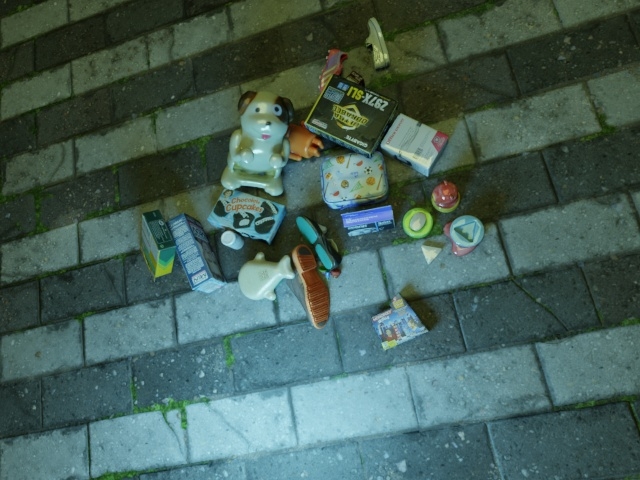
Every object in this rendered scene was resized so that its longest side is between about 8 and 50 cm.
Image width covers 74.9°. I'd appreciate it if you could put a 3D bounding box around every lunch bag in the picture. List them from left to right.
[{"bbox_3d":[0.145,-0.259,1.843,0.303,0.115,0.243,-8,79,11],"label":"lunch bag"}]

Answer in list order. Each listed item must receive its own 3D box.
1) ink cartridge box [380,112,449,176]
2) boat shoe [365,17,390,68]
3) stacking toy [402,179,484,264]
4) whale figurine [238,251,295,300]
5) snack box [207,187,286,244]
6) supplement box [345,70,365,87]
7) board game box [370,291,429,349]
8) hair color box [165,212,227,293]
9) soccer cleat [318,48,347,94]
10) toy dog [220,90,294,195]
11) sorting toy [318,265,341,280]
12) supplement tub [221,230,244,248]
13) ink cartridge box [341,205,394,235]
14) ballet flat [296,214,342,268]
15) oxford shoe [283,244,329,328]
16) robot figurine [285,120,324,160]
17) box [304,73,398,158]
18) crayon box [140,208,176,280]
[{"bbox_3d":[0.407,-0.417,1.820,0.237,0.100,0.172,31,87,16],"label":"ink cartridge box"},{"bbox_3d":[0.253,-0.931,1.968,0.084,0.095,0.258,-16,74,5],"label":"boat shoe"},{"bbox_3d":[0.497,-0.072,1.711,0.279,0.130,0.309,-30,73,5],"label":"stacking toy"},{"bbox_3d":[-0.221,0.152,1.809,0.272,0.141,0.216,-24,77,22],"label":"whale figurine"},{"bbox_3d":[-0.339,-0.118,1.933,0.322,0.060,0.187,18,70,16],"label":"snack box"},{"bbox_3d":[0.103,-0.646,1.924,0.073,0.130,0.239,43,90,17],"label":"supplement box"},{"bbox_3d":[0.314,0.320,1.707,0.194,0.060,0.194,-24,73,7],"label":"board game box"},{"bbox_3d":[-0.565,0.060,1.907,0.105,0.174,0.347,-29,74,3],"label":"hair color box"},{"bbox_3d":[0.057,-0.800,1.996,0.095,0.083,0.248,13,79,11],"label":"soccer cleat"},{"bbox_3d":[-0.245,-0.447,1.811,0.285,0.408,0.395,15,55,-9],"label":"toy dog"},{"bbox_3d":[0.039,0.145,1.818,0.102,0.061,0.042,10,115,22],"label":"sorting toy"},{"bbox_3d":[-0.403,-0.002,1.917,0.071,0.107,0.071,-3,78,12],"label":"supplement tub"},{"bbox_3d":[0.203,-0.078,1.739,0.206,0.208,0.045,-10,73,11],"label":"ink cartridge box"},{"bbox_3d":[0.000,0.000,1.834,0.096,0.095,0.280,-26,80,-39],"label":"ballet flat"},{"bbox_3d":[-0.065,0.207,1.808,0.133,0.130,0.363,-23,79,41],"label":"oxford shoe"},{"bbox_3d":[-0.091,-0.462,1.933,0.219,0.128,0.158,25,129,17],"label":"robot figurine"},{"bbox_3d":[0.134,-0.536,1.797,0.322,0.079,0.257,28,85,12],"label":"box"},{"bbox_3d":[-0.758,0.030,1.936,0.083,0.323,0.203,-19,70,-33],"label":"crayon box"}]
